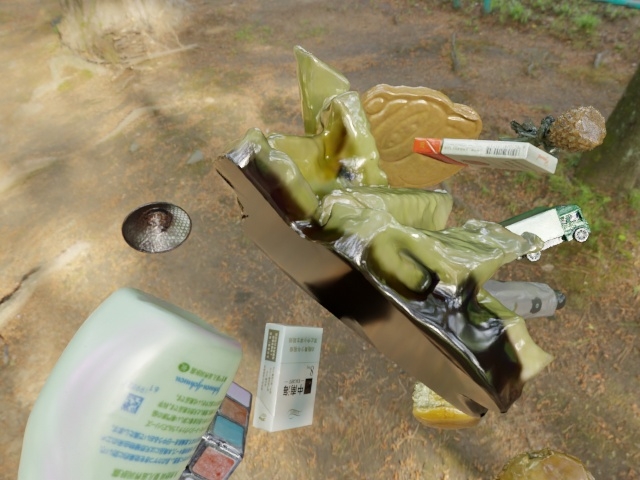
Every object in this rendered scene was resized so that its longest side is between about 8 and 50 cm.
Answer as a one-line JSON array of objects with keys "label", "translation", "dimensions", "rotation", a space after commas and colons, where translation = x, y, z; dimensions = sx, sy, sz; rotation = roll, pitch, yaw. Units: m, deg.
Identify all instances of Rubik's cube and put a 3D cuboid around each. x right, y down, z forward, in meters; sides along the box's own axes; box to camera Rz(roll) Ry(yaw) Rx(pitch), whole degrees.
[{"label": "Rubik's cube", "translation": [-0.438, 0.564, 1.401], "dimensions": [0.362, 0.363, 0.359], "rotation": [33, 6, -9]}]

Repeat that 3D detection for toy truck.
[{"label": "toy truck", "translation": [0.394, -0.015, 0.859], "dimensions": [0.147, 0.079, 0.065], "rotation": [-20, 5, 3]}]

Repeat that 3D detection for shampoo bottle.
[{"label": "shampoo bottle", "translation": [-0.242, 0.241, 0.555], "dimensions": [0.151, 0.222, 0.349], "rotation": [21, 77, 30]}]

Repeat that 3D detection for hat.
[{"label": "hat", "translation": [-0.478, -0.057, 1.399], "dimensions": [0.193, 0.193, 0.082], "rotation": [-18, 48, -12]}]

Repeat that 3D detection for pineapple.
[{"label": "pineapple", "translation": [0.596, -0.278, 1.267], "dimensions": [0.130, 0.118, 0.277], "rotation": [9, 0, -17]}]

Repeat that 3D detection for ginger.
[{"label": "ginger", "translation": [0.070, -0.028, 0.498], "dimensions": [0.413, 0.358, 0.211], "rotation": [39, 80, 13]}]

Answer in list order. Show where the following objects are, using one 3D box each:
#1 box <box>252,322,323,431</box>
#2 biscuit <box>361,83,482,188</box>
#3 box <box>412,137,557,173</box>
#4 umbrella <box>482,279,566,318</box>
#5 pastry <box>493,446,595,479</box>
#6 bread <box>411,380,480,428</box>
[{"label": "box", "translation": [-0.076, 0.327, 1.171], "dimensions": [0.067, 0.155, 0.242], "rotation": [1, 79, 40]}, {"label": "biscuit", "translation": [0.234, -0.256, 1.265], "dimensions": [0.351, 0.312, 0.057], "rotation": [21, 45, -22]}, {"label": "box", "translation": [0.322, -0.171, 0.961], "dimensions": [0.139, 0.035, 0.245], "rotation": [6, 6, -45]}, {"label": "umbrella", "translation": [0.317, 0.106, 0.849], "dimensions": [0.337, 0.067, 0.073], "rotation": [5, 76, -31]}, {"label": "pastry", "translation": [0.462, 0.586, 0.956], "dimensions": [0.255, 0.162, 0.310], "rotation": [13, 48, -8]}, {"label": "bread", "translation": [0.326, 0.423, 1.243], "dimensions": [0.174, 0.245, 0.121], "rotation": [2, 63, 18]}]
